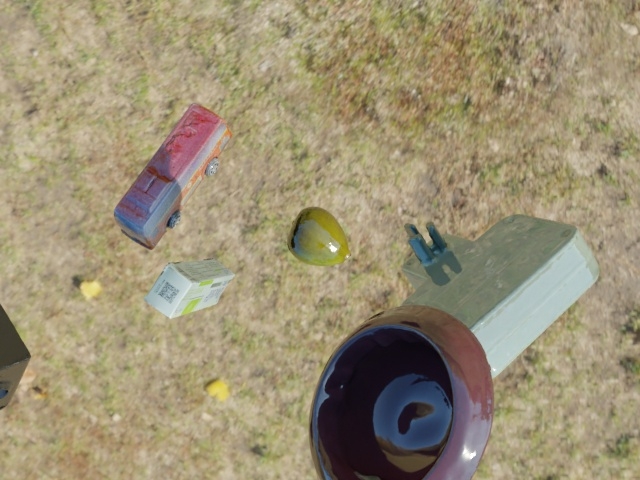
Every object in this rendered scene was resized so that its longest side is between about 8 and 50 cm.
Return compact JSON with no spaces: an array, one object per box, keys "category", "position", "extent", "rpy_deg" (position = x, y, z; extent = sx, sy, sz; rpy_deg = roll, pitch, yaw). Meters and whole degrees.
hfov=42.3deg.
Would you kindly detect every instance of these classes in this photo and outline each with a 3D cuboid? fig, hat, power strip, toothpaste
[{"category":"fig","position":[0.000,0.000,1.070],"extent":[0.088,0.074,0.074],"rpy_deg":[37,123,9]},{"category":"hat","position":[0.077,0.160,0.757],"extent":[0.205,0.206,0.089],"rpy_deg":[-31,145,28]},{"category":"power strip","position":[0.202,0.045,1.117],"extent":[0.229,0.261,0.141],"rpy_deg":[-40,110,-11]},{"category":"toothpaste","position":[-0.248,0.088,1.630],"extent":[0.067,0.336,0.081],"rpy_deg":[35,94,6]}]

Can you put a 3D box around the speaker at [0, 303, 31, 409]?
[{"category":"speaker","position":[-0.612,0.171,1.238],"extent":[0.232,0.254,0.184],"rpy_deg":[54,135,15]}]

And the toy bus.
[{"category":"toy bus","position":[-0.191,-0.085,1.069],"extent":[0.065,0.192,0.077],"rpy_deg":[30,166,14]}]
